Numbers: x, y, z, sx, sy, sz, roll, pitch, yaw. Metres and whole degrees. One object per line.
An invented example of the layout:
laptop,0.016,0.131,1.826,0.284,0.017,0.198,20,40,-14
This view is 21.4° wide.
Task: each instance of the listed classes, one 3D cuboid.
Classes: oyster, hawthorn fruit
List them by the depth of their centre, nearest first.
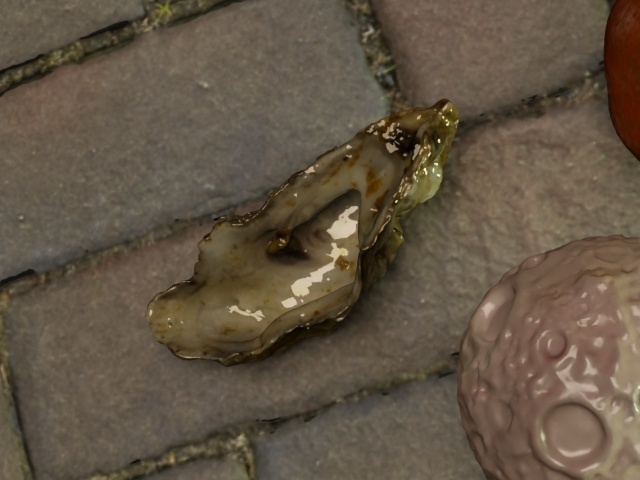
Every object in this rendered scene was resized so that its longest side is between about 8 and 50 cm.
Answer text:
hawthorn fruit,0.334,-0.170,1.480,0.196,0.196,0.225,-22,42,10
oyster,0.000,0.000,1.554,0.166,0.110,0.341,42,92,27

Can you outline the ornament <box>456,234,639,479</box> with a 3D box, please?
ornament,0.241,0.118,1.366,0.225,0.259,0.259,-15,71,26
